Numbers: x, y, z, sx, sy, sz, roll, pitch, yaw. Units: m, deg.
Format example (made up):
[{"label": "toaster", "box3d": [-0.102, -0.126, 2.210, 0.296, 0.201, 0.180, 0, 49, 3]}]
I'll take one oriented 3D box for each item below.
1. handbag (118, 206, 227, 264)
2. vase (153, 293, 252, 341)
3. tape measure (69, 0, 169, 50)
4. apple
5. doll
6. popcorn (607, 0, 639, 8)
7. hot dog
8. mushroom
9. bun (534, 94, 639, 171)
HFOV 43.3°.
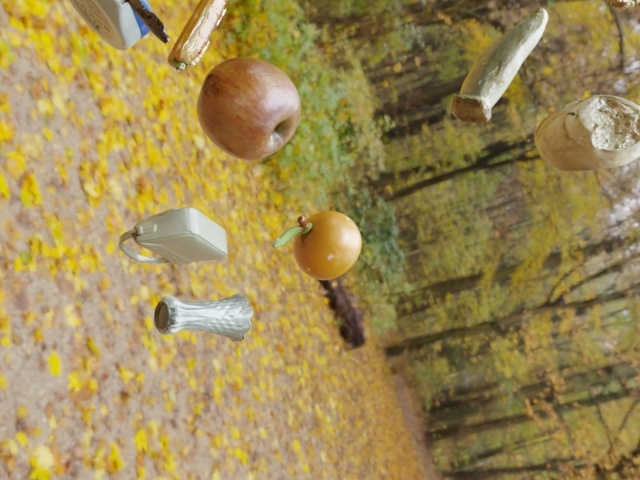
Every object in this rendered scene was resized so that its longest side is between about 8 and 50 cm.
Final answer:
[{"label": "handbag", "box3d": [-0.348, 0.002, 1.859, 0.256, 0.219, 0.079, 49, 31, -70]}, {"label": "vase", "box3d": [-0.191, 0.122, 1.285, 0.149, 0.081, 0.081, 6, 60, -41]}, {"label": "tape measure", "box3d": [-0.376, -0.443, 1.569, 0.351, 0.098, 0.215, 42, -15, 18]}, {"label": "apple", "box3d": [-0.149, -0.275, 1.686, 0.188, 0.211, 0.211, 43, -5, 21]}, {"label": "doll", "box3d": [0.000, 0.000, 2.370, 0.236, 0.213, 0.213, 38, 27, -36]}, {"label": "popcorn", "box3d": [0.679, -0.575, 1.813, 0.089, 0.109, 0.096, -50, 161, -82]}, {"label": "hot dog", "box3d": [-0.298, -0.509, 1.980, 0.076, 0.104, 0.250, 32, 64, -25]}, {"label": "mushroom", "box3d": [0.426, -0.422, 1.930, 0.107, 0.333, 0.087, 29, -9, 21]}, {"label": "bun", "box3d": [0.512, -0.211, 1.520, 0.237, 0.210, 0.116, 7, -59, 48]}]
